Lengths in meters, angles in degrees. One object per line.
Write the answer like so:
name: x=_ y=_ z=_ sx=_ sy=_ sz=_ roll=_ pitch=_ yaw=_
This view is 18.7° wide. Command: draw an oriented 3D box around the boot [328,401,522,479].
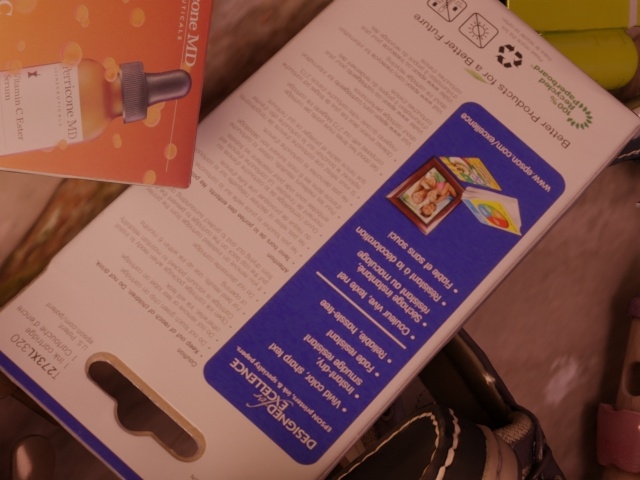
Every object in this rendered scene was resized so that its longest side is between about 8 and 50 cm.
boot: x=-0.126 y=0.148 z=0.848 sx=0.377 sy=0.138 sz=0.284 roll=-44 pitch=102 yaw=6

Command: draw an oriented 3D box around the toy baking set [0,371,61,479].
toy baking set: x=-0.211 y=0.124 z=0.959 sx=0.256 sy=0.030 sz=0.197 roll=34 pitch=78 yaw=-33

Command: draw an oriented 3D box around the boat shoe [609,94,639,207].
boat shoe: x=0.261 y=-0.072 z=1.325 sx=0.254 sy=0.095 sz=0.079 roll=-17 pitch=97 yaw=-49

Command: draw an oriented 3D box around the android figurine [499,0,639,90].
android figurine: x=0.165 y=-0.217 z=1.238 sx=0.273 sy=0.056 sz=0.248 roll=-5 pitch=100 yaw=-40

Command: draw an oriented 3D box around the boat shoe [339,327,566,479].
boat shoe: x=0.084 y=0.129 z=1.088 sx=0.103 sy=0.092 sz=0.285 roll=-23 pitch=71 yaw=-40

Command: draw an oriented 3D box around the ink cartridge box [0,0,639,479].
ink cartridge box: x=0.000 y=0.000 z=1.045 sx=0.176 sy=0.069 sz=0.371 roll=41 pitch=59 yaw=7

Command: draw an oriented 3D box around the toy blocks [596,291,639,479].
toy blocks: x=0.279 y=0.121 z=1.241 sx=0.309 sy=0.288 sz=0.260 roll=11 pitch=93 yaw=-40

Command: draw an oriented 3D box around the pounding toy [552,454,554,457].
pounding toy: x=0.050 y=0.181 z=1.160 sx=0.206 sy=0.094 sz=0.181 roll=-18 pitch=68 yaw=-40

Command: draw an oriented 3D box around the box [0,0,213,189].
box: x=-0.147 y=-0.098 z=0.942 sx=0.170 sy=0.091 sz=0.130 roll=5 pitch=93 yaw=-43
